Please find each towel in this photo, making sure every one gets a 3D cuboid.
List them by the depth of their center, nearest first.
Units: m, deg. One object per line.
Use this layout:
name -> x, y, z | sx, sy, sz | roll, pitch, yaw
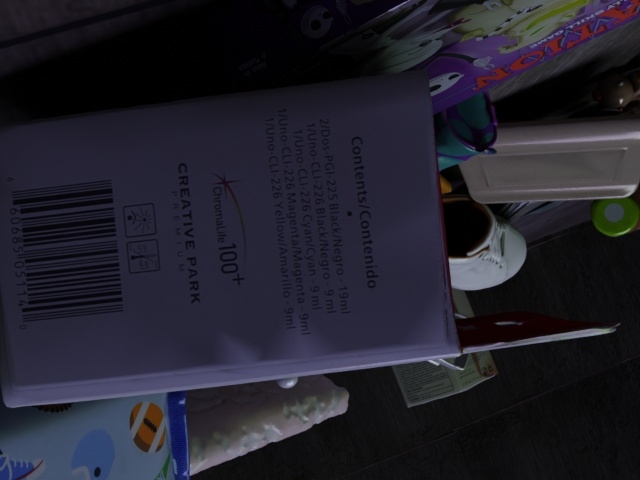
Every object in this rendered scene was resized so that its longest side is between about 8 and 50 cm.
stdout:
towel -> -0.181, 0.166, 1.022 | 0.317, 0.053, 0.332 | 25, -158, 36

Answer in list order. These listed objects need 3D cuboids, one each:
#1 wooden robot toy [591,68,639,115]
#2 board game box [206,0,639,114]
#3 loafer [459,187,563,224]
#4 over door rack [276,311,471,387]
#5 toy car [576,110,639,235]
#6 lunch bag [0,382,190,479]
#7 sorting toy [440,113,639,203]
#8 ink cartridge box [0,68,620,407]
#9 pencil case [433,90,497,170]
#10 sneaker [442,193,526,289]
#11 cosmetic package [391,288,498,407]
wooden robot toy -> 0.307, -0.141, 0.821 | 0.079, 0.076, 0.173 | -9, 170, -6
board game box -> 0.139, -0.150, 0.424 | 0.347, 0.056, 0.208 | -24, 175, 21
loafer -> 0.235, -0.053, 1.187 | 0.268, 0.096, 0.084 | -34, 146, 33
over door rack -> -0.028, 0.106, 0.922 | 0.324, 0.108, 0.239 | 13, 171, -22
toy car -> 0.393, -0.097, 0.971 | 0.189, 0.148, 0.155 | -18, -177, 19
lunch bag -> -0.350, 0.187, 0.699 | 0.386, 0.238, 0.328 | 0, -175, 30
sorting toy -> 0.229, -0.088, 0.847 | 0.348, 0.047, 0.196 | -2, 166, 15
ink cartridge box -> 0.001, 0.004, 0.511 | 0.272, 0.130, 0.309 | -6, 176, 4
pencil case -> 0.076, -0.072, 0.693 | 0.070, 0.064, 0.152 | 10, 155, -35
sneaker -> 0.188, 0.005, 1.041 | 0.290, 0.105, 0.123 | 8, 171, -43
cosmetic package -> 0.201, 0.153, 1.639 | 0.129, 0.296, 0.153 | -15, 171, -43
